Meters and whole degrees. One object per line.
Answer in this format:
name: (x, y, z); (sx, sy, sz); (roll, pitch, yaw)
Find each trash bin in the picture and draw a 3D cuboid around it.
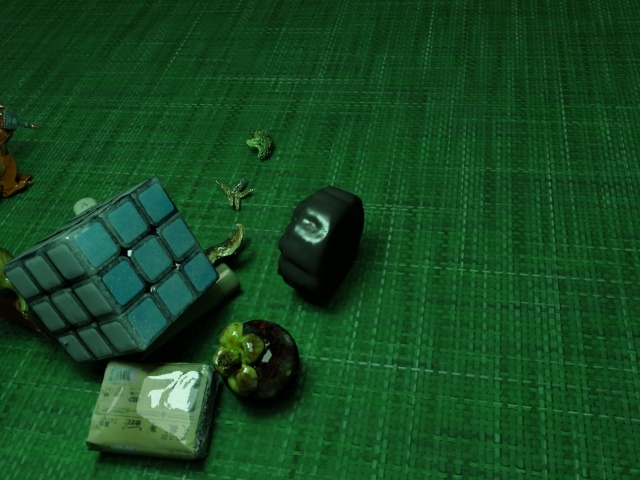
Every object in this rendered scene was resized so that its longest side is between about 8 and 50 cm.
trash bin: (-0.760, 0.156, 1.600); (0.238, 0.185, 0.161); (4, 48, 27)

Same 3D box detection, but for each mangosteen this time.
mangosteen: (-0.153, 0.267, 1.362); (0.192, 0.217, 0.192); (-8, 69, 23)

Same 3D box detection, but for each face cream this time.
face cream: (-0.366, 0.186, 1.561); (0.341, 0.084, 0.137); (-36, 43, -19)

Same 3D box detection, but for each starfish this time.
starfish: (-0.298, 0.042, 1.655); (0.071, 0.216, 0.238); (55, 40, -2)
starfish: (-0.272, -0.153, 1.871); (0.130, 0.041, 0.133); (26, 50, 18)

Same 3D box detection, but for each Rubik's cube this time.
Rubik's cube: (-0.483, 0.077, 1.425); (0.303, 0.305, 0.301); (-19, 21, 37)

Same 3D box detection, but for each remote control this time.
remote control: (-0.701, -0.061, 1.856); (0.078, 0.042, 0.221); (-29, 51, -15)

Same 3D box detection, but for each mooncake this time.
mooncake: (0.000, 0.000, 1.539); (0.141, 0.283, 0.283); (23, 55, 19)

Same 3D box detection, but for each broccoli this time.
broccoli: (-0.200, -0.318, 1.988); (0.091, 0.097, 0.095); (-11, 17, -8)

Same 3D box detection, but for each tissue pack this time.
tissue pack: (-0.372, 0.371, 1.356); (0.256, 0.123, 0.215); (1, 62, 11)

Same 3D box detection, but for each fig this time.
fig: (-0.759, 0.103, 1.437); (0.245, 0.149, 0.149); (23, 56, 26)

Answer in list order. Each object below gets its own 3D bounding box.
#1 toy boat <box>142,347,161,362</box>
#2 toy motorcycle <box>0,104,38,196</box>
toy boat: (-0.458, 0.301, 1.513); (0.063, 0.016, 0.115); (22, 55, 26)
toy motorcycle: (-1.041, -0.280, 1.969); (0.147, 0.221, 0.326); (6, 95, 17)
